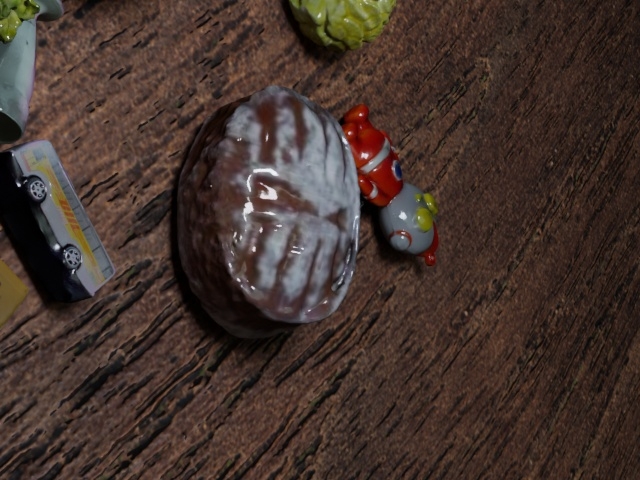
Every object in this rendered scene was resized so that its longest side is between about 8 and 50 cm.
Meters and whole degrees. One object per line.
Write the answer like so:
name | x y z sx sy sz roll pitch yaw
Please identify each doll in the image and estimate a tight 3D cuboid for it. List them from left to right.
doll | 0.096 -0.064 1.610 0.245 0.076 0.142 56 34 -18

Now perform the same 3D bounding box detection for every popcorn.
popcorn | 0.028 -0.314 1.541 0.162 0.141 0.136 69 19 -77

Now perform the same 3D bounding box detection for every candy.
candy | -0.055 -0.035 1.384 0.214 0.157 0.290 10 74 -35

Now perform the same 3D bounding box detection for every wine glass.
wine glass | -0.309 -0.181 1.200 0.073 0.073 0.155 35 60 -38

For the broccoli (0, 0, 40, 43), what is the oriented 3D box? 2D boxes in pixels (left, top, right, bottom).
broccoli | -0.353 -0.203 1.034 0.180 0.242 0.273 18 73 -42

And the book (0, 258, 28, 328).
book | -0.419 0.018 1.085 0.295 0.020 0.208 53 49 -26

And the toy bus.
toy bus | -0.276 -0.021 1.221 0.072 0.057 0.172 -43 115 -48

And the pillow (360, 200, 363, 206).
pillow | 0.001 0.000 1.515 0.090 0.048 0.150 34 62 -41
